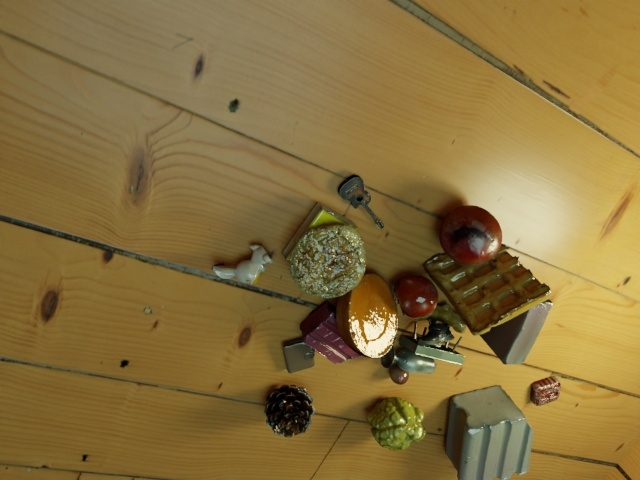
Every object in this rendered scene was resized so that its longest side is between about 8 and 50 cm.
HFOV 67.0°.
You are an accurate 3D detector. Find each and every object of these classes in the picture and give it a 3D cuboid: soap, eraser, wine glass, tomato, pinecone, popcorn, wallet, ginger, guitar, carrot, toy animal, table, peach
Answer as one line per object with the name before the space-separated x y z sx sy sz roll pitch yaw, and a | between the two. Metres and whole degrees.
soap | 0.055 0.356 1.793 0.162 0.099 0.250 -43 120 9
soap | 0.690 0.266 1.817 0.107 0.296 0.285 4 118 -19
eraser | 0.000 0.000 1.598 0.158 0.069 0.226 28 108 -25
wine glass | 0.356 0.481 1.953 0.222 0.103 0.103 17 112 -24
tomato | 0.513 -0.016 1.657 0.209 0.184 0.207 2 104 9
pinecone | -0.117 0.664 1.860 0.208 0.207 0.207 -7 120 -13
popcorn | 0.320 0.782 2.061 0.255 0.194 0.255 0 118 -6
wallet | -0.079 0.434 1.832 0.118 0.038 0.152 -10 124 -8
ginger | 0.472 0.297 1.903 0.299 0.065 0.117 27 104 -29
guitar | 0.147 -0.118 1.601 0.088 0.025 0.233 -39 122 6
tomato | 0.347 0.198 1.749 0.168 0.167 0.167 -7 120 -13
carrot | 0.172 0.260 1.716 0.259 0.100 0.306 -11 99 -38
toy animal | -0.248 0.088 1.576 0.182 0.131 0.127 -37 90 -3
table | 0.455 0.406 1.930 0.240 0.122 0.110 18 92 -24
soap | 0.775 0.910 2.244 0.351 0.212 0.434 -11 120 -8
peach | 0.328 0.555 1.997 0.083 0.083 0.083 -7 120 -13

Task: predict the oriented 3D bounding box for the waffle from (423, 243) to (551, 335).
waffle | 0.569 0.143 1.694 0.305 0.348 0.077 -28 136 -2

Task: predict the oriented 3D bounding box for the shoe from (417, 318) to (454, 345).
shoe | 0.431 0.344 1.830 0.169 0.071 0.099 -6 82 -32

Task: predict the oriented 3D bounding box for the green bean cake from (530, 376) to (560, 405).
green bean cake | 1.084 0.728 2.326 0.135 0.056 0.135 -16 121 -9

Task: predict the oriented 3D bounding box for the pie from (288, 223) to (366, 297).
pie | 0.031 0.068 1.573 0.275 0.055 0.273 -6 115 -13
